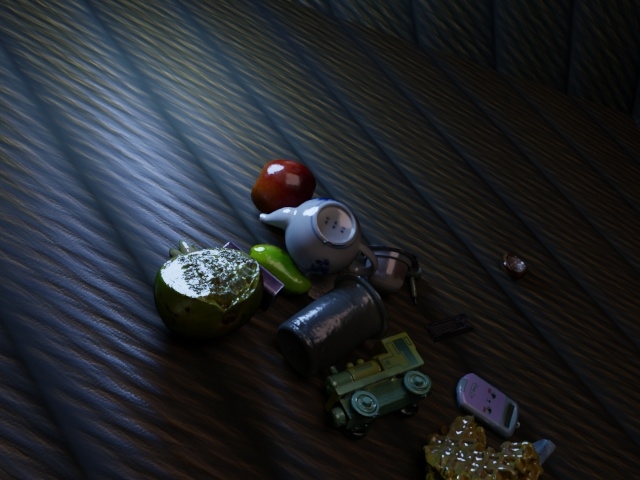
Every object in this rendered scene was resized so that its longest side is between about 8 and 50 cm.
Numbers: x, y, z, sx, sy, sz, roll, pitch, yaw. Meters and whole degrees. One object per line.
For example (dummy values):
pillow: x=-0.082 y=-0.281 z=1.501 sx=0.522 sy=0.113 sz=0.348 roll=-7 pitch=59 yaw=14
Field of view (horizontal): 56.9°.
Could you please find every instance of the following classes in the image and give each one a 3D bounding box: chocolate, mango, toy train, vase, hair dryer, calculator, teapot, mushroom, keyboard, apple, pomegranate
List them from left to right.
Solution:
pomegranate: x=-0.338 y=0.151 z=1.718 sx=0.310 sy=0.216 sz=0.358 roll=-17 pitch=34 yaw=-30
mango: x=-0.129 y=0.095 z=1.913 sx=0.233 sy=0.111 sz=0.125 roll=31 pitch=53 yaw=-1
apple: x=-0.126 y=-0.175 z=2.050 sx=0.201 sy=0.218 sz=0.218 roll=29 pitch=48 yaw=-7
teapot: x=0.000 y=0.000 z=1.936 sx=0.424 sy=0.280 sz=0.252 roll=29 pitch=59 yaw=-9
vase: x=0.024 y=0.260 z=1.797 sx=0.291 sy=0.245 sz=0.245 roll=-28 pitch=70 yaw=-32
toy train: x=0.160 y=0.434 z=1.780 sx=0.369 sy=0.150 sz=0.237 roll=-11 pitch=52 yaw=-32
chocolate: x=0.231 y=0.114 z=2.054 sx=0.221 sy=0.221 sz=0.147 roll=14 pitch=76 yaw=-17
hair dryer: x=0.333 y=0.166 z=2.140 sx=0.071 sy=0.047 sz=0.150 roll=6 pitch=64 yaw=-20
keyboard: x=0.463 y=0.309 z=2.103 sx=0.196 sy=0.015 sz=0.074 roll=-9 pitch=60 yaw=-30
calculator: x=0.555 y=0.544 z=1.949 sx=0.246 sy=0.045 sz=0.141 roll=35 pitch=48 yaw=1
mushroom: x=0.778 y=0.105 z=2.388 sx=0.123 sy=0.052 sz=0.123 roll=18 pitch=43 yaw=-18

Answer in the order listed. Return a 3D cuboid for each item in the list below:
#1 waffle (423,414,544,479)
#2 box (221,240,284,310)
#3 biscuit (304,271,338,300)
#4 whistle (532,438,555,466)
waffle: x=0.445 y=0.626 z=1.656 sx=0.261 sy=0.324 sz=0.151 roll=-32 pitch=105 yaw=-24
box: x=-0.226 y=0.112 z=1.848 sx=0.224 sy=0.120 sz=0.069 roll=40 pitch=51 yaw=5
biscuit: x=0.010 y=0.151 z=1.998 sx=0.152 sy=0.020 sz=0.152 roll=14 pitch=50 yaw=-18
whistle: x=0.571 y=0.748 z=1.719 sx=0.188 sy=0.168 sz=0.405 roll=27 pitch=48 yaw=-7
